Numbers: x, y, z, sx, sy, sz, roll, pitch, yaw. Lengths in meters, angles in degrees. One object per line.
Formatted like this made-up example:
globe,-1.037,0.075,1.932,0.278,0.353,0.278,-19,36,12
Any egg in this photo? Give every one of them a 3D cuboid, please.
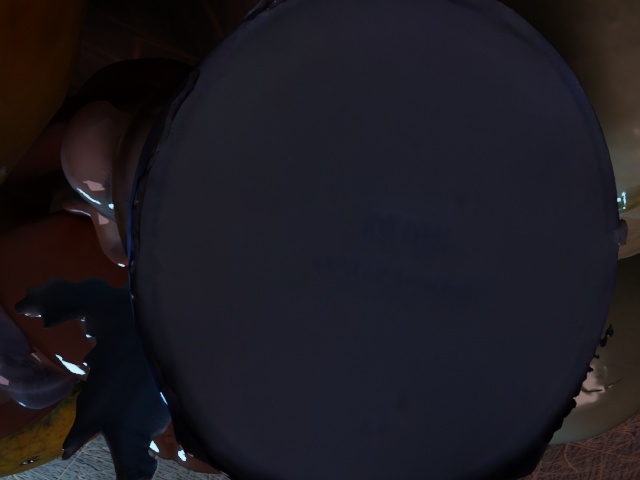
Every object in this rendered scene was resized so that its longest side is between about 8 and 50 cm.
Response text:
egg,0.201,0.075,0.959,0.219,0.219,0.269,8,147,-26

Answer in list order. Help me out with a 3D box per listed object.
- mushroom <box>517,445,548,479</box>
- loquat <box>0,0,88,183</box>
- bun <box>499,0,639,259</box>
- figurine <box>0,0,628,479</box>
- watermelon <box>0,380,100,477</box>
mushroom,0.153,0.215,1.276,0.164,0.189,0.267,15,148,-43
loquat,-0.244,-0.115,0.356,0.328,0.328,0.328,-5,155,-2
bun,0.201,-0.126,0.530,0.361,0.213,0.361,-22,170,-4
figurine,-0.055,0.023,0.519,0.277,0.248,0.388,17,177,-28
watermelon,-0.246,0.051,0.778,0.269,0.269,0.269,-5,155,-2
